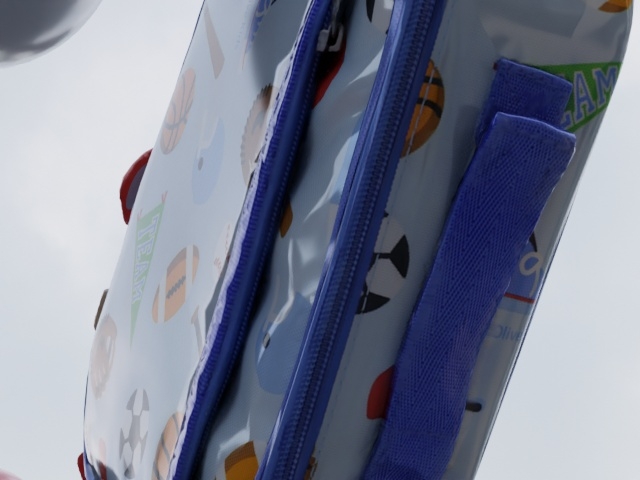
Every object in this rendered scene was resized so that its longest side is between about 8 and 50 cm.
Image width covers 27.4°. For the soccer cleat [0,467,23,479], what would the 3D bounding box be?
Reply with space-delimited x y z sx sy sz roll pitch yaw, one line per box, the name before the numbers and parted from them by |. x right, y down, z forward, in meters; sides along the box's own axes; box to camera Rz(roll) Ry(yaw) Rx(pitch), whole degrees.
soccer cleat | -0.256 0.156 0.652 0.248 0.095 0.083 -3 -86 -38

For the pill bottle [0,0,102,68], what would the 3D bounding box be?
pill bottle | -0.215 -0.158 0.586 0.181 0.323 0.181 3 -94 -57

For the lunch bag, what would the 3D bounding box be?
lunch bag | 0.000 0.000 0.515 0.115 0.243 0.303 13 -81 -21

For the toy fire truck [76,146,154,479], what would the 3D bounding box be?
toy fire truck | -0.085 0.049 0.721 0.047 0.135 0.192 2 -110 -49
